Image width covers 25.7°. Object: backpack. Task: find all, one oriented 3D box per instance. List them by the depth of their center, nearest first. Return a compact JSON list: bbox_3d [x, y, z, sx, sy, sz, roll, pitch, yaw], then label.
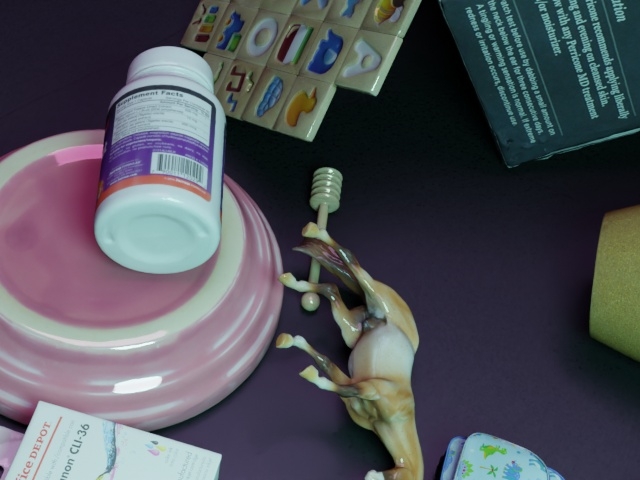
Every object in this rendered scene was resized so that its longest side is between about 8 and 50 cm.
[{"bbox_3d":[0.150,0.222,1.165,0.114,0.084,0.105,18,54,2],"label":"backpack"}]

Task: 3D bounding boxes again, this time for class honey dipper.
[{"bbox_3d":[0.000,0.000,1.354,0.031,0.030,0.160,8,54,-3],"label":"honey dipper"}]

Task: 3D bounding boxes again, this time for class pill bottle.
[{"bbox_3d":[-0.137,-0.076,1.232,0.108,0.108,0.193,5,51,-6],"label":"pill bottle"}]

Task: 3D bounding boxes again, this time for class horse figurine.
[{"bbox_3d":[0.034,0.093,1.231,0.174,0.066,0.263,38,30,-29],"label":"horse figurine"}]

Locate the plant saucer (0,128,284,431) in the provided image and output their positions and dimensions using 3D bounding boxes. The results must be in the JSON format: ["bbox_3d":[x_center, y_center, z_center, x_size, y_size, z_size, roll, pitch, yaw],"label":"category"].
[{"bbox_3d":[-0.195,0.017,1.272,0.332,0.084,0.332,5,52,-6],"label":"plant saucer"}]

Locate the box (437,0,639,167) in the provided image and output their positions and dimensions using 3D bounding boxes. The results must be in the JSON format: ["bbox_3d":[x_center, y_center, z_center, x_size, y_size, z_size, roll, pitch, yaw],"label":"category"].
[{"bbox_3d":[0.345,-0.391,1.421,0.472,0.297,0.479,-15,55,12],"label":"box"}]

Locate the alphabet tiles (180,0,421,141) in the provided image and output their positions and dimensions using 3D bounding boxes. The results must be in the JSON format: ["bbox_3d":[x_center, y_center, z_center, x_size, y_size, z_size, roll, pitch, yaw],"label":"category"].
[{"bbox_3d":[-0.014,-0.244,1.375,0.343,0.011,0.285,22,85,52],"label":"alphabet tiles"}]

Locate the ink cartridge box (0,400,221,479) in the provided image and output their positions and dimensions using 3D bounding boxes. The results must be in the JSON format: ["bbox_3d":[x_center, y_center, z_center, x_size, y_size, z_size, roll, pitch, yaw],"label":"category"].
[{"bbox_3d":[-0.191,0.206,1.131,0.198,0.067,0.115,15,51,3],"label":"ink cartridge box"}]

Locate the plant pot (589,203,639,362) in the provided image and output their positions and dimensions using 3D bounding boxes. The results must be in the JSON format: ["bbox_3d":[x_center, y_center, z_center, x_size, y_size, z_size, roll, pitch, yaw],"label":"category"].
[{"bbox_3d":[0.378,0.046,1.270,0.254,0.237,0.237,7,50,14],"label":"plant pot"}]
